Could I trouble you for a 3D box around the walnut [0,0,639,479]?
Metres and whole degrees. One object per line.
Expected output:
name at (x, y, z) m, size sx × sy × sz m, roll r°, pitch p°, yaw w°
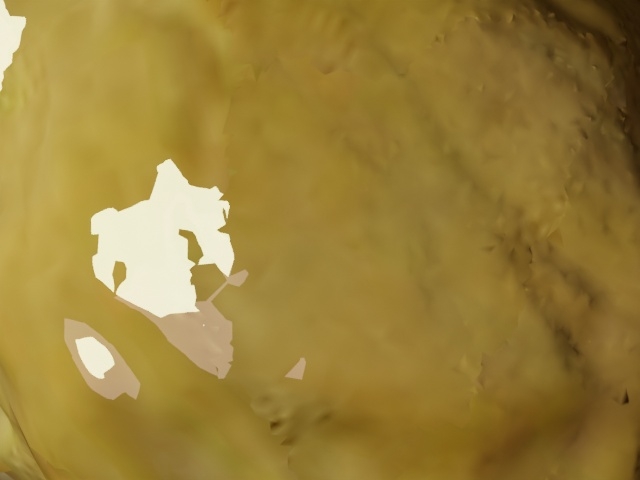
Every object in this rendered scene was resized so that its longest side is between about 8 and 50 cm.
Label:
walnut at (0.010, 0.011, 0.662) m, size 0.384 × 0.383 × 0.383 m, roll 22°, pitch 128°, yaw 30°
